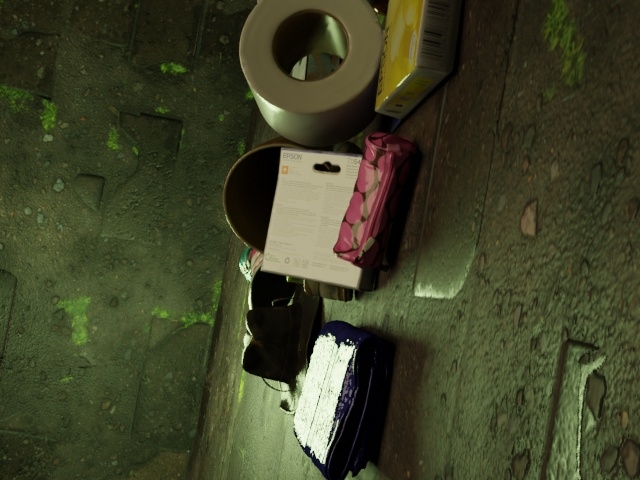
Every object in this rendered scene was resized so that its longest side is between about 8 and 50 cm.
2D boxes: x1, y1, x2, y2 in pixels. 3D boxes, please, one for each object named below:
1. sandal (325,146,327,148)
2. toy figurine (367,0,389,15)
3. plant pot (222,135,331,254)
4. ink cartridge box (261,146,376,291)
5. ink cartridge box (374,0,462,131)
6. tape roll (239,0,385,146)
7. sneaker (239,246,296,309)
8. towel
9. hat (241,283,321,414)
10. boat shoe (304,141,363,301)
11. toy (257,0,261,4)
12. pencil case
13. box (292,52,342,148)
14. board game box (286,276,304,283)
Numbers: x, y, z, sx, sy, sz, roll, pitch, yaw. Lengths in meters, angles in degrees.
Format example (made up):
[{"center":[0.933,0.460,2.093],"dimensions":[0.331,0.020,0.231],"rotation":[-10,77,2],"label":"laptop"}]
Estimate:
[{"center":[-0.042,-0.146,2.247],"dimensions":[0.265,0.102,0.076],"rotation":[105,169,-67],"label":"sandal"},{"center":[0.085,-0.520,1.836],"dimensions":[0.209,0.148,0.213],"rotation":[-126,49,-66],"label":"toy figurine"},{"center":[-0.053,-0.119,2.025],"dimensions":[0.254,0.237,0.237],"rotation":[-68,-6,-66],"label":"plant pot"},{"center":[0.009,-0.039,1.693],"dimensions":[0.223,0.045,0.224],"rotation":[10,90,38],"label":"ink cartridge box"},{"center":[0.147,-0.358,1.562],"dimensions":[0.307,0.072,0.304],"rotation":[147,132,-72],"label":"ink cartridge box"},{"center":[-0.008,-0.303,1.720],"dimensions":[0.169,0.246,0.246],"rotation":[70,-153,-75],"label":"tape roll"},{"center":[-0.132,0.086,2.380],"dimensions":[0.178,0.123,0.296],"rotation":[127,159,-56],"label":"sneaker"},{"center":[0.036,0.248,1.587],"dimensions":[0.308,0.076,0.228],"rotation":[-176,103,-79],"label":"towel"},{"center":[-0.101,0.211,2.116],"dimensions":[0.331,0.134,0.331],"rotation":[-169,90,-79],"label":"hat"},{"center":[0.044,-0.033,1.775],"dimensions":[0.104,0.089,0.285],"rotation":[18,-96,-75],"label":"boat shoe"},{"center":[-0.023,-0.506,2.212],"dimensions":[0.056,0.237,0.137],"rotation":[22,-121,-66],"label":"toy"},{"center":[0.086,-0.061,1.540],"dimensions":[0.098,0.095,0.209],"rotation":[-49,-26,-74],"label":"pencil case"},{"center":[-0.015,-0.337,2.274],"dimensions":[0.169,0.087,0.290],"rotation":[125,154,-64],"label":"box"},{"center":[0.000,0.000,1.898],"dimensions":[0.043,0.092,0.181],"rotation":[-102,24,-60],"label":"board game box"}]
